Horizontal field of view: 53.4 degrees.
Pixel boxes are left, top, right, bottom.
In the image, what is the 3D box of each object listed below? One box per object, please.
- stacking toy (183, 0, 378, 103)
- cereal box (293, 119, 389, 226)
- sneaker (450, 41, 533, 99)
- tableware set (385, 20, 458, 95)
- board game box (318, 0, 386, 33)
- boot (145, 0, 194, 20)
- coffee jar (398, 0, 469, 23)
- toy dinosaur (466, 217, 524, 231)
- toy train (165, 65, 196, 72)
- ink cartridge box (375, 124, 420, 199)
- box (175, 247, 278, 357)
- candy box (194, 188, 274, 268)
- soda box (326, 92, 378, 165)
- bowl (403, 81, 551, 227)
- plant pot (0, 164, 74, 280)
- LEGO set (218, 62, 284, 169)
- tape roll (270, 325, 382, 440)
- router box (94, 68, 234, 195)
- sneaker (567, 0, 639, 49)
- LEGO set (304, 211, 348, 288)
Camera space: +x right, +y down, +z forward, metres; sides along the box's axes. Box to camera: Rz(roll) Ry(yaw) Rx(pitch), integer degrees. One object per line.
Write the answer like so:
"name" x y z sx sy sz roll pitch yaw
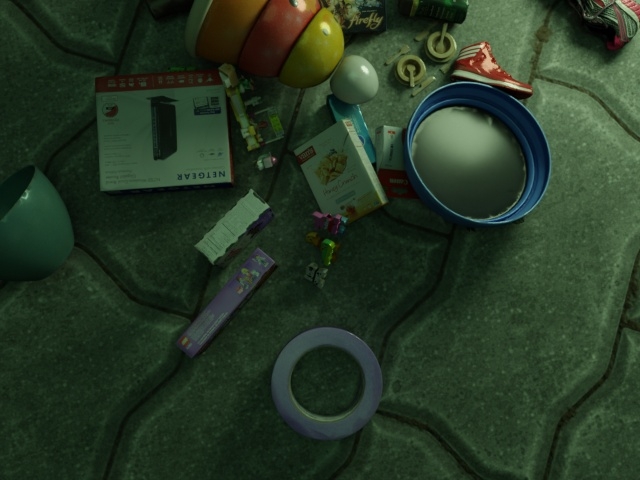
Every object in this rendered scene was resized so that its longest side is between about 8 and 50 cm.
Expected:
"stacking toy" -0.060 -0.500 1.577 0.480 0.350 0.350 31 85 -7
"cereal box" 0.050 -0.165 1.628 0.173 0.047 0.240 -29 85 33
"sneaker" 0.467 -0.460 1.690 0.221 0.087 0.128 15 86 -1
"tableware set" 0.284 -0.493 1.711 0.194 0.039 0.128 -39 87 -5
"board game box" 0.050 -0.632 1.688 0.243 0.042 0.165 -5 108 -2
"boot" -0.387 -0.722 1.679 0.207 0.090 0.248 -21 93 -15
"coffee jar" 0.301 -0.641 1.702 0.184 0.079 0.096 7 67 -1
"toy dinosaur" 0.398 -0.102 1.667 0.268 0.064 0.118 39 70 3
"toy train" -0.373 -0.454 1.703 0.083 0.017 0.023 -1 75 -1
"ink cartridge box" 0.212 -0.201 1.647 0.145 0.045 0.179 1 81 -32
"box" -0.221 0.152 1.557 0.057 0.201 0.293 40 85 3
"candy box" -0.210 -0.024 1.591 0.070 0.165 0.196 43 86 5
"soda box" 0.082 -0.287 1.673 0.071 0.067 0.210 -20 85 -3
"bowl" 0.393 -0.214 1.623 0.391 0.077 0.391 4 72 -12
"plant pot" -0.721 -0.013 1.547 0.290 0.290 0.195 -46 123 -5
"LEGO set" -0.166 -0.330 1.620 0.107 0.132 0.287 -20 118 -3
"tape roll" 0.014 0.355 1.599 0.275 0.090 0.274 0 85 -1
"router box" -0.399 -0.279 1.652 0.336 0.082 0.301 -5 85 -2
"sneaker" 0.719 -0.634 1.696 0.299 0.121 0.112 37 87 2
"LEGO set" 0.000 0.000 1.621 0.093 0.087 0.227 25 127 15
